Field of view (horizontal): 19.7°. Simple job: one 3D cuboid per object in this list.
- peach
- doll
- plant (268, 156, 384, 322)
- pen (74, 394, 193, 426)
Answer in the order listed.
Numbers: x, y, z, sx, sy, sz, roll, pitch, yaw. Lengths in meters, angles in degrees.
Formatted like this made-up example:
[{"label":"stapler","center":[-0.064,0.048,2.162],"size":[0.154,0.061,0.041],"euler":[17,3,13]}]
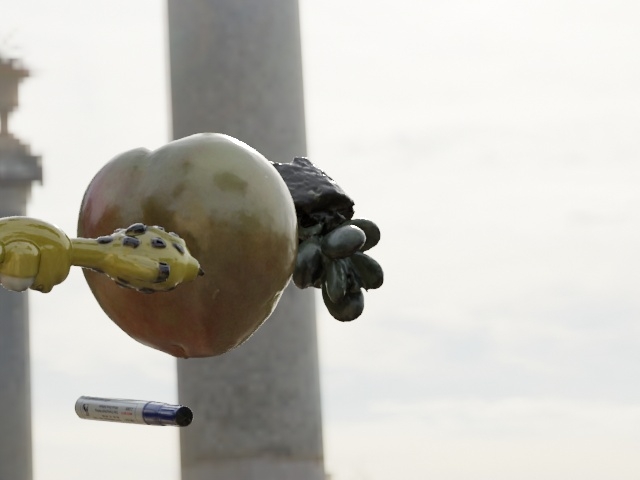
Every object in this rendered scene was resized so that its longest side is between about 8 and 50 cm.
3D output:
[{"label":"peach","center":[-0.171,0.007,2.372],"size":[0.292,0.292,0.247],"euler":[-3,-24,-1]},{"label":"doll","center":[-0.274,0.019,2.086],"size":[0.291,0.086,0.117],"euler":[3,11,-27]},{"label":"plant","center":[0.000,0.001,2.585],"size":[0.149,0.274,0.146],"euler":[-24,-52,-13]},{"label":"pen","center":[-0.172,0.157,1.687],"size":[0.025,0.025,0.204],"euler":[4,-4,-33]}]
